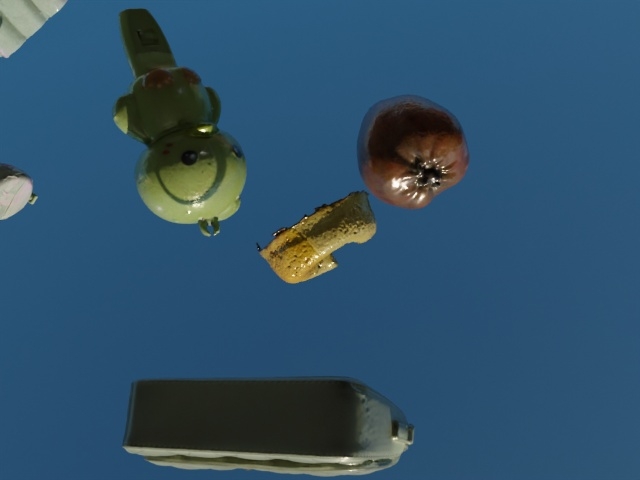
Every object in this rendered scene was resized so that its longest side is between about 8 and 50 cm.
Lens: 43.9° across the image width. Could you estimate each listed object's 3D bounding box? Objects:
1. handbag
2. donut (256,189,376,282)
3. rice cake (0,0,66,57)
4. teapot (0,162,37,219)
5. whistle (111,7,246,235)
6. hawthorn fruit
[{"bbox_3d":[-0.039,0.185,0.756,0.256,0.219,0.079,-4,-112,23],"label":"handbag"},{"bbox_3d":[-0.007,0.003,1.075,0.146,0.181,0.078,-22,-98,-42],"label":"donut"},{"bbox_3d":[-0.386,-0.313,0.883,0.043,0.237,0.127,30,-109,27],"label":"rice cake"},{"bbox_3d":[-0.354,-0.062,0.876,0.064,0.083,0.064,40,-83,19],"label":"teapot"},{"bbox_3d":[-0.170,-0.147,0.944,0.141,0.141,0.294,-14,-88,-4],"label":"whistle"},{"bbox_3d":[0.148,-0.180,1.420,0.199,0.199,0.251,-20,-134,-6],"label":"hawthorn fruit"}]
